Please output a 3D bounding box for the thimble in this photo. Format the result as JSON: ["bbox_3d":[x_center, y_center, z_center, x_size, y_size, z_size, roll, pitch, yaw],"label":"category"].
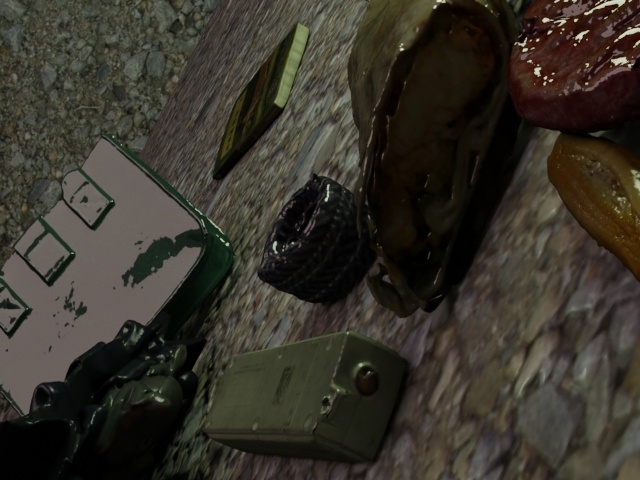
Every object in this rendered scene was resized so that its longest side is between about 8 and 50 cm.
[{"bbox_3d":[0.001,-0.002,0.805,0.104,0.066,0.095,-45,26,39],"label":"thimble"}]

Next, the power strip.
[{"bbox_3d":[-0.022,0.117,0.715,0.272,0.052,0.078,-26,40,65],"label":"power strip"}]

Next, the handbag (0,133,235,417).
[{"bbox_3d":[-0.280,0.059,1.188,0.326,0.238,0.089,-50,-22,3],"label":"handbag"}]

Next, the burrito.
[{"bbox_3d":[0.078,-0.121,0.694,0.348,0.107,0.175,-84,10,-53],"label":"burrito"}]

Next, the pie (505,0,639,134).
[{"bbox_3d":[0.158,-0.119,0.514,0.154,0.036,0.154,-37,29,25],"label":"pie"}]

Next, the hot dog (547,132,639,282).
[{"bbox_3d":[0.144,-0.021,0.473,0.137,0.028,0.044,-104,29,-66],"label":"hot dog"}]

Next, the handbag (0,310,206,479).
[{"bbox_3d":[-0.225,0.203,0.952,0.269,0.118,0.326,-57,-4,20],"label":"handbag"}]

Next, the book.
[{"bbox_3d":[-0.093,-0.202,1.453,0.228,0.024,0.160,-39,31,52],"label":"book"}]
